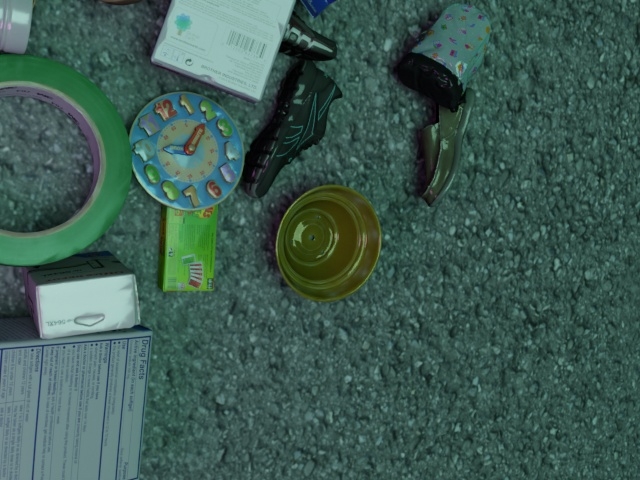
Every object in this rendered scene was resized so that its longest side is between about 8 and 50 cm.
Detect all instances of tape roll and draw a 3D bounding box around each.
[{"bbox_3d":[-0.457,-0.119,1.250,0.321,0.077,0.321,1,87,-24],"label":"tape roll"}]

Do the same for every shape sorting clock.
[{"bbox_3d":[-0.225,-0.152,1.384,0.206,0.040,0.206,4,80,-25],"label":"shape sorting clock"}]

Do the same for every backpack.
[{"bbox_3d":[0.250,-0.357,1.551,0.152,0.115,0.182,35,71,5],"label":"backpack"}]

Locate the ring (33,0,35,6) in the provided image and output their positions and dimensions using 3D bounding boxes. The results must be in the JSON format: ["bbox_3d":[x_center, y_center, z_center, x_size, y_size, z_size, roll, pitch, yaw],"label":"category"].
[{"bbox_3d":[-0.590,-0.415,1.195,0.336,0.032,0.337,-5,101,-26],"label":"ring"}]

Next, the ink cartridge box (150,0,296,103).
[{"bbox_3d":[-0.135,-0.398,1.306,0.185,0.065,0.311,19,92,-16],"label":"ink cartridge box"}]

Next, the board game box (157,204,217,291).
[{"bbox_3d":[-0.233,-0.003,1.432,0.092,0.043,0.181,0,99,-26],"label":"board game box"}]

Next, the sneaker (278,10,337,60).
[{"bbox_3d":[-0.077,-0.424,1.403,0.281,0.106,0.163,17,88,-27],"label":"sneaker"}]

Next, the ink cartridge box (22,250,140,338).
[{"bbox_3d":[-0.381,0.081,1.284,0.148,0.203,0.086,-7,102,-25],"label":"ink cartridge box"}]

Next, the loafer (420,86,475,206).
[{"bbox_3d":[0.234,-0.189,1.613,0.087,0.094,0.251,16,82,-3],"label":"loafer"}]

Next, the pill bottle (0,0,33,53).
[{"bbox_3d":[-0.539,-0.334,1.139,0.245,0.136,0.136,6,96,-27],"label":"pill bottle"}]

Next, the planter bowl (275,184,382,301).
[{"bbox_3d":[0.000,0.000,1.520,0.217,0.090,0.217,-4,100,-25],"label":"planter bowl"}]

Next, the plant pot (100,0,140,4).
[{"bbox_3d":[-0.283,-0.478,1.260,0.109,0.237,0.237,-5,104,-66],"label":"plant pot"}]

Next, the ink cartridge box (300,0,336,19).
[{"bbox_3d":[0.053,-0.551,1.421,0.165,0.065,0.333,51,62,-25],"label":"ink cartridge box"}]

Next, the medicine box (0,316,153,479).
[{"bbox_3d":[-0.431,0.262,1.284,0.289,0.149,0.264,0,99,-44],"label":"medicine box"}]

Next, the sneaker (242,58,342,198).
[{"bbox_3d":[-0.048,-0.188,1.460,0.106,0.101,0.267,29,86,-29],"label":"sneaker"}]
